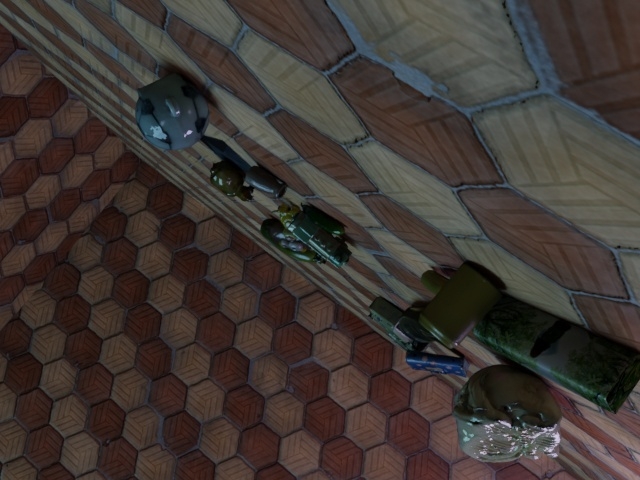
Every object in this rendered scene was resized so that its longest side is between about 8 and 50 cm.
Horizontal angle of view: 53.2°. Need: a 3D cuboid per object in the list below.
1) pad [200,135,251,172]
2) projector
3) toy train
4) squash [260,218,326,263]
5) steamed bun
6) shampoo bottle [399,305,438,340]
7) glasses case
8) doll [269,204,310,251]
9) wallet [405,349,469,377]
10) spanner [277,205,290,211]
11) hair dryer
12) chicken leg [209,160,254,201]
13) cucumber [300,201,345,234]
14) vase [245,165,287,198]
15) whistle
[{"bbox_3d":[-0.263,-0.241,1.804,0.164,0.004,0.243,42,170,-32],"label":"pad"},{"bbox_3d":[0.292,0.319,2.275,0.194,0.088,0.269,34,172,42],"label":"projector"},{"bbox_3d":[0.000,0.000,1.697,0.194,0.080,0.125,40,-174,-4],"label":"toy train"},{"bbox_3d":[-0.097,0.011,2.234,0.332,0.087,0.087,29,169,35],"label":"squash"},{"bbox_3d":[0.488,0.444,1.689,0.268,0.207,0.280,-5,135,15],"label":"steamed bun"},{"bbox_3d":[0.294,0.234,1.798,0.126,0.084,0.350,34,171,6],"label":"shampoo bottle"},{"bbox_3d":[0.381,0.176,1.052,0.062,0.095,0.272,45,169,-34],"label":"glasses case"},{"bbox_3d":[-0.090,-0.029,1.850,0.145,0.096,0.188,-8,142,30],"label":"doll"},{"bbox_3d":[0.406,0.424,2.202,0.202,0.059,0.141,3,160,22],"label":"wallet"},{"bbox_3d":[-0.039,-0.022,2.012,0.093,0.026,0.325,28,170,45],"label":"spanner"},{"bbox_3d":[0.236,0.107,1.219,0.090,0.135,0.278,39,-178,-8],"label":"hair dryer"},{"bbox_3d":[-0.267,-0.175,1.921,0.103,0.088,0.228,22,176,19],"label":"chicken leg"},{"bbox_3d":[0.003,-0.052,1.608,0.155,0.037,0.037,33,171,30],"label":"cucumber"},{"bbox_3d":[-0.137,-0.146,1.621,0.101,0.053,0.053,31,171,15],"label":"vase"},{"bbox_3d":[-0.317,-0.266,1.367,0.163,0.163,0.290,39,173,-12],"label":"whistle"}]
